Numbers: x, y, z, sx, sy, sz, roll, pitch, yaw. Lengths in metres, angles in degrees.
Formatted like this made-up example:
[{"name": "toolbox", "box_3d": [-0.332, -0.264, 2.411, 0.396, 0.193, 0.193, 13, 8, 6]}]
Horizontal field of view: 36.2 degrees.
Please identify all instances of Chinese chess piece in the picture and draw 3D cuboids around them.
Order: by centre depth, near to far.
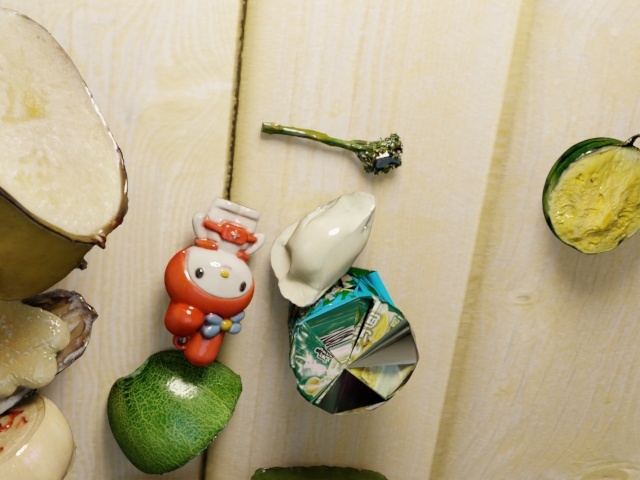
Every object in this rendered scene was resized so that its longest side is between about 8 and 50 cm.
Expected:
[{"name": "Chinese chess piece", "box_3d": [-0.551, 0.375, 1.661, 0.270, 0.270, 0.112, -24, 116, -1]}]

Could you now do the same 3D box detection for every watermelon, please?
[{"name": "watermelon", "box_3d": [0.491, -0.098, 1.756, 0.204, 0.127, 0.232, 4, 114, -14]}]

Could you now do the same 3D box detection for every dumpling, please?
[{"name": "dumpling", "box_3d": [0.000, 0.000, 1.690, 0.229, 0.151, 0.124, -49, 138, -3]}]

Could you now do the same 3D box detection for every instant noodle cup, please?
[{"name": "instant noodle cup", "box_3d": [0.042, 0.166, 1.749, 0.240, 0.178, 0.240, -5, 114, -10]}]

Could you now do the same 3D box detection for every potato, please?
[{"name": "potato", "box_3d": [-0.503, -0.101, 1.491, 0.296, 0.290, 0.397, -28, 99, 31]}]

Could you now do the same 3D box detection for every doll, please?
[{"name": "doll", "box_3d": [-0.189, 0.073, 1.684, 0.161, 0.130, 0.291, 18, 94, -25]}]

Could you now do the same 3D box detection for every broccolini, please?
[{"name": "broccolini", "box_3d": [0.021, -0.168, 1.684, 0.254, 0.071, 0.057, 12, 152, -10]}]

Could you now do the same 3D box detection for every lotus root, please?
[{"name": "lotus root", "box_3d": [-0.531, 0.194, 1.689, 0.329, 0.078, 0.167, -30, 89, -1]}]

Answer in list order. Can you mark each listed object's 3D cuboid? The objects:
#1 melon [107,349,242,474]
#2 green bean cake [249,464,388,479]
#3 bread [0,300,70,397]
[{"name": "melon", "box_3d": [-0.284, 0.310, 1.774, 0.265, 0.129, 0.169, -38, 113, 7]}, {"name": "green bean cake", "box_3d": [0.016, 0.601, 1.866, 0.334, 0.319, 0.218, 10, 114, -12]}, {"name": "bread", "box_3d": [-0.553, 0.165, 1.634, 0.250, 0.039, 0.182, 27, 87, 1]}]
